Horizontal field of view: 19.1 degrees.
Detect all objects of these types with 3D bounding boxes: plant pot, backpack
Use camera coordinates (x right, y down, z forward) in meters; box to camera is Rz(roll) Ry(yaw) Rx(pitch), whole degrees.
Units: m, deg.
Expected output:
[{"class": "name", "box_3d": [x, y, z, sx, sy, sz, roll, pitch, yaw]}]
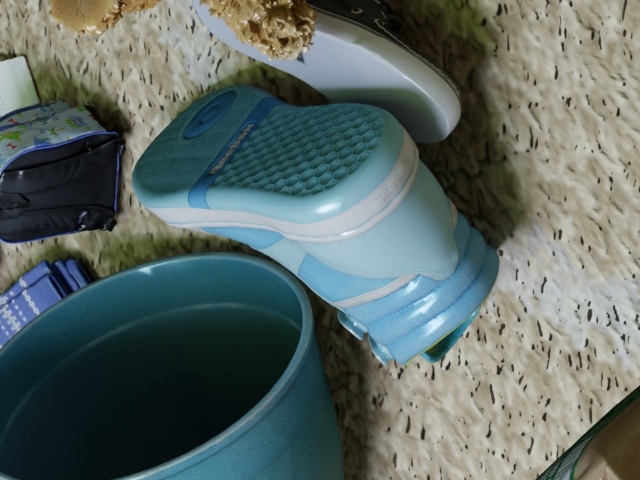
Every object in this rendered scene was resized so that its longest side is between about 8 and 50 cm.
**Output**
[{"class": "plant pot", "box_3d": [-0.096, 0.190, 1.459, 0.271, 0.272, 0.255, 4, 129, 36]}, {"class": "backpack", "box_3d": [-0.226, -0.053, 1.517, 0.084, 0.114, 0.105, 41, 134, 38]}]

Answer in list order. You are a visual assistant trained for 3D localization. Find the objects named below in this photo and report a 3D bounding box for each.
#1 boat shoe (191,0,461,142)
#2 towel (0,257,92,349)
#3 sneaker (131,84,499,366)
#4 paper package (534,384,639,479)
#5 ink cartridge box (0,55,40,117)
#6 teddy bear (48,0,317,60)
[{"class": "boat shoe", "box_3d": [0.015, -0.143, 1.317, 0.228, 0.076, 0.080, 27, 150, 33]}, {"class": "towel", "box_3d": [-0.248, 0.175, 1.707, 0.336, 0.040, 0.243, -35, 90, 44]}, {"class": "sneaker", "box_3d": [0.000, 0.000, 1.371, 0.208, 0.127, 0.319, 48, 164, -28]}, {"class": "paper package", "box_3d": [0.285, 0.209, 1.121, 0.309, 0.325, 0.168, 48, 131, 9]}, {"class": "ink cartridge box", "box_3d": [-0.301, -0.077, 1.618, 0.179, 0.045, 0.145, -12, 106, 18]}, {"class": "teddy bear", "box_3d": [-0.034, -0.245, 1.248, 0.338, 0.113, 0.245, -42, 70, 20]}]
